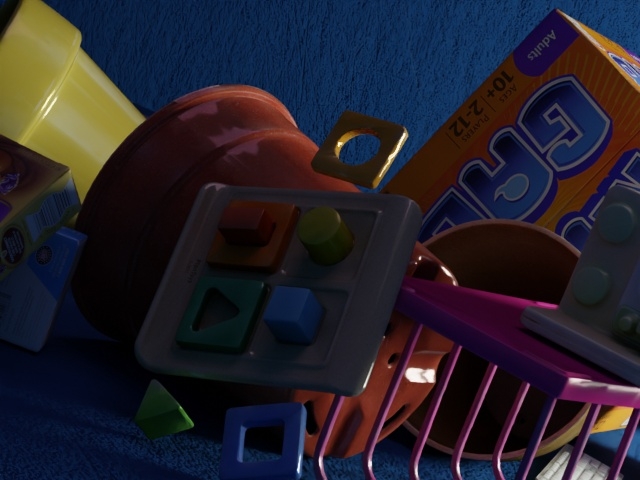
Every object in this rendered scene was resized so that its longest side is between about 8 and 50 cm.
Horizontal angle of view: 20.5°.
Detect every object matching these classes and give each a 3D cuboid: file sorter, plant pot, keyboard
[{"bbox_3d":[0.164,0.160,1.466,0.202,0.182,0.290,28,10,38],"label":"file sorter"},{"bbox_3d":[-0.307,-0.106,1.960,0.239,0.254,0.254,36,2,-17],"label":"plant pot"},{"bbox_3d":[0.271,0.247,1.839,0.072,0.014,0.256,23,7,13],"label":"keyboard"},{"bbox_3d":[0.200,0.125,1.808,0.237,0.237,0.254,24,-6,23],"label":"plant pot"},{"bbox_3d":[-0.035,0.040,1.566,0.265,0.272,0.272,36,14,36],"label":"plant pot"}]

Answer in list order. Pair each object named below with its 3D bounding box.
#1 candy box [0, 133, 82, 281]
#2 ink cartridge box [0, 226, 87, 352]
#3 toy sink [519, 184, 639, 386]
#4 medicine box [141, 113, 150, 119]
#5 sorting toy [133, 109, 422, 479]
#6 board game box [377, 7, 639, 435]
[{"bbox_3d":[-0.293,-0.005,1.404,0.109,0.187,0.053,25,-34,30],"label":"candy box"},{"bbox_3d":[-0.302,0.013,1.507,0.180,0.104,0.060,22,6,-2],"label":"ink cartridge box"},{"bbox_3d":[0.296,0.045,1.449,0.153,0.131,0.234,27,10,35],"label":"toy sink"},{"bbox_3d":[-0.247,-0.081,2.242,0.263,0.149,0.289,20,6,-13],"label":"medicine box"},{"bbox_3d":[-0.036,0.026,1.393,0.196,0.348,0.047,6,-32,24],"label":"sorting toy"},{"bbox_3d":[0.331,-0.011,2.168,0.356,0.356,0.356,49,16,19],"label":"board game box"}]
